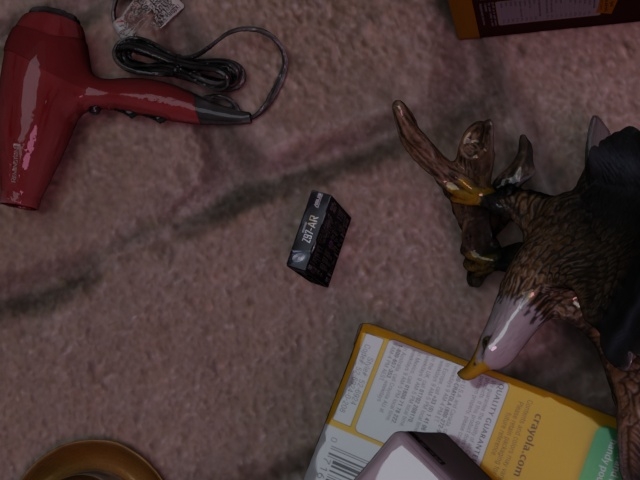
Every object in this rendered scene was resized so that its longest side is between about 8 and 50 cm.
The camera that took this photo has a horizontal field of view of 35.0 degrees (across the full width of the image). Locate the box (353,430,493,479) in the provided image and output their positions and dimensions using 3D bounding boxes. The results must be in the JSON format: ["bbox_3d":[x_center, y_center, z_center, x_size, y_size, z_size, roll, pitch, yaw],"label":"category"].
[{"bbox_3d":[0.091,0.225,0.646,0.181,0.182,0.119,43,93,19],"label":"box"}]

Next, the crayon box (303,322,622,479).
[{"bbox_3d":[0.149,0.215,0.772,0.322,0.083,0.203,20,84,18],"label":"crayon box"}]

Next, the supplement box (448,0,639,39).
[{"bbox_3d":[0.194,-0.265,0.807,0.194,0.191,0.129,-4,77,13],"label":"supplement box"}]

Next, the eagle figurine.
[{"bbox_3d":[0.190,0.031,0.711,0.298,0.226,0.225,33,109,53],"label":"eagle figurine"}]

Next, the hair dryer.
[{"bbox_3d":[-0.199,-0.142,0.942,0.293,0.080,0.224,-43,72,3],"label":"hair dryer"}]

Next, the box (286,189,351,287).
[{"bbox_3d":[0.000,0.000,0.857,0.018,0.083,0.067,17,83,16],"label":"box"}]

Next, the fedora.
[{"bbox_3d":[-0.210,0.265,0.856,0.194,0.079,0.194,-3,77,14],"label":"fedora"}]
